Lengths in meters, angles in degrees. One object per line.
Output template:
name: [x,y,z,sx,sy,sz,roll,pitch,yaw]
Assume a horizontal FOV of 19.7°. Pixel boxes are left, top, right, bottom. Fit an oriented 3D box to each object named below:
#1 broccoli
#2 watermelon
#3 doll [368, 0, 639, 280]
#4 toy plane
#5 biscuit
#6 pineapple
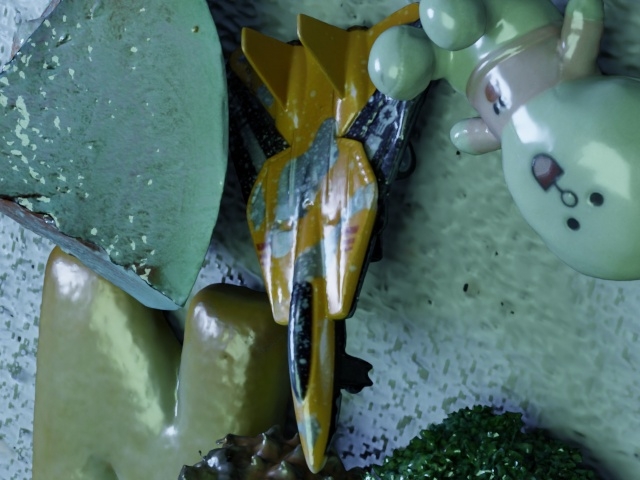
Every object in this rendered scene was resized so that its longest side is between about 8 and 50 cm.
broccoli: [0.120,0.225,1.282,0.220,0.194,0.194,20,115,3]
watermelon: [-0.201,-0.105,1.342,0.289,0.214,0.319,21,124,53]
doll: [0.166,-0.071,1.179,0.275,0.113,0.155,42,131,9]
toy plane: [0.008,0.001,1.282,0.204,0.103,0.316,-9,82,36]
biscuit: [-0.132,0.156,1.460,0.237,0.062,0.290,18,111,28]
pineapple: [-0.035,0.210,1.313,0.166,0.166,0.193,-21,134,35]
